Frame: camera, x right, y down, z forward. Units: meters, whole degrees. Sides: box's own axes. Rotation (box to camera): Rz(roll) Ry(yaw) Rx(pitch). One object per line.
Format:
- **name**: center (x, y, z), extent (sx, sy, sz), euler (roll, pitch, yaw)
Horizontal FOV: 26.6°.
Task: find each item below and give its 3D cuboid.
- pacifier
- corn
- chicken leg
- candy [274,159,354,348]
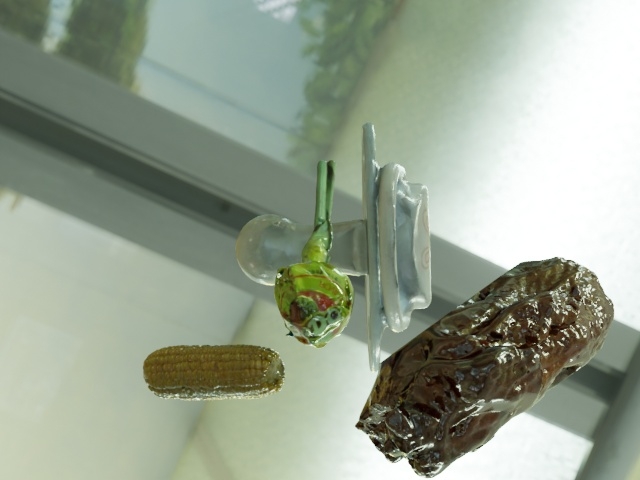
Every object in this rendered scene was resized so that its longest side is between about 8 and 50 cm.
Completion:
- **pacifier**: center (0.014, 0.012, 1.548), extent (0.238, 0.226, 0.287), euler (-47, 133, -85)
- **corn**: center (-0.131, 0.157, 1.617), extent (0.207, 0.068, 0.068), euler (-5, -124, 35)
- **chicken leg**: center (0.075, 0.042, 0.548), extent (0.089, 0.048, 0.219), euler (-36, 175, 31)
- **candy**: center (-0.002, 0.001, 1.293), extent (0.262, 0.073, 0.077), euler (-86, -178, -52)
